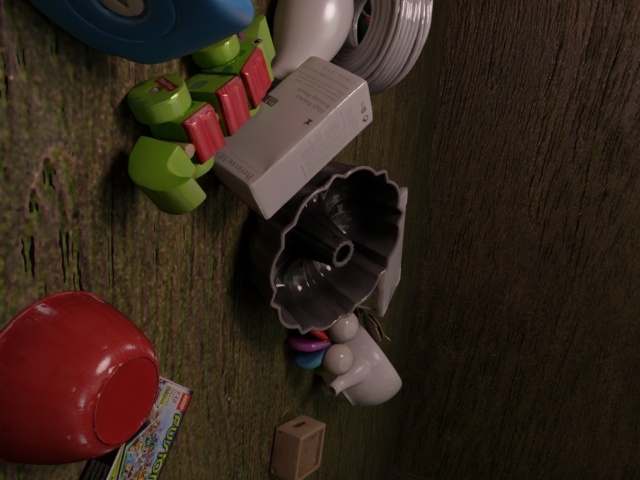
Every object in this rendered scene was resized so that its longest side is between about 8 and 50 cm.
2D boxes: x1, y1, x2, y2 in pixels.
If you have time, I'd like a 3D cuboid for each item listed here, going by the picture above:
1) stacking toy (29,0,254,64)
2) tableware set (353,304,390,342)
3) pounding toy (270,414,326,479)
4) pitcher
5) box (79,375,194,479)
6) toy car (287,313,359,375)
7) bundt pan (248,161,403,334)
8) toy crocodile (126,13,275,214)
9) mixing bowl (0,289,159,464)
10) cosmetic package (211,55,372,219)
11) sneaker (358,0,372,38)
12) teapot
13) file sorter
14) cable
[{"bbox_3d":[-0.154,-0.335,0.437,0.175,0.166,0.301,33,56,-56],"label":"stacking toy"},{"bbox_3d":[0.127,0.210,1.363,0.039,0.194,0.128,-27,134,-15],"label":"tableware set"},{"bbox_3d":[-0.057,0.494,1.144,0.141,0.100,0.130,3,96,-59],"label":"pounding toy"},{"bbox_3d":[-0.018,-0.333,0.816,0.178,0.126,0.207,27,84,-76],"label":"pitcher"},{"bbox_3d":[-0.241,0.277,0.609,0.114,0.036,0.206,63,42,-59],"label":"box"},{"bbox_3d":[-0.008,0.218,1.086,0.136,0.159,0.181,6,95,-35],"label":"toy car"},{"bbox_3d":[0.000,0.000,0.885,0.331,0.124,0.330,-28,133,-34],"label":"bundt pan"},{"bbox_3d":[-0.130,-0.174,0.599,0.115,0.105,0.340,77,29,-46],"label":"toy crocodile"},{"bbox_3d":[-0.232,0.148,0.488,0.181,0.098,0.181,9,90,-70],"label":"mixing bowl"},{"bbox_3d":[-0.044,-0.154,0.699,0.231,0.117,0.085,-45,148,-15],"label":"cosmetic package"},{"bbox_3d":[0.148,-0.626,1.124,0.178,0.124,0.295,0,101,-79],"label":"sneaker"},{"bbox_3d":[0.084,0.356,1.306,0.187,0.252,0.256,-36,124,-6],"label":"teapot"},{"bbox_3d":[0.111,0.015,1.228,0.193,0.173,0.277,-49,143,-56],"label":"file sorter"},{"bbox_3d":[0.079,-0.390,0.855,0.089,0.257,0.256,-2,112,-37],"label":"cable"}]
